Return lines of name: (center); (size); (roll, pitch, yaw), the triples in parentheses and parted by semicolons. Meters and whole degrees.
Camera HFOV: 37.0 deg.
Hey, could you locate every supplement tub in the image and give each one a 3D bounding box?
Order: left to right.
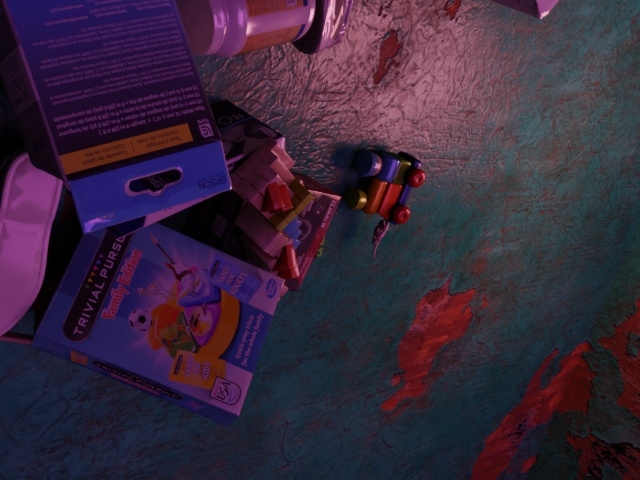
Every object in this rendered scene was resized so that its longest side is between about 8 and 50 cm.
supplement tub: (-0.124, -0.372, 1.520); (0.199, 0.144, 0.144); (-22, 132, -37)

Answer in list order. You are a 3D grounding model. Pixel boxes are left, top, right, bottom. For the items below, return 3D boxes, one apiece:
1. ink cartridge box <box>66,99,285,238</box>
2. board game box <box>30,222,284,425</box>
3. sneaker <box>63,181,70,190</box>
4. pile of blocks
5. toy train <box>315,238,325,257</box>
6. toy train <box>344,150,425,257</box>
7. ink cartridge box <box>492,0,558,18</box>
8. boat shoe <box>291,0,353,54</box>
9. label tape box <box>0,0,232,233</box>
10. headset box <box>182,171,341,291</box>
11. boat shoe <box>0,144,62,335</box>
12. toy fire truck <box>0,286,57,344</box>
ink cartridge box: (-0.235, -0.125, 1.568); (0.332, 0.165, 0.065); (-29, 138, -32)
board game box: (-0.254, 0.115, 1.545); (0.079, 0.336, 0.254); (-46, -157, 57)
sneaker: (-0.303, -0.198, 1.460); (0.105, 0.115, 0.281); (7, 98, -50)
pile of blocks: (-0.062, -0.013, 1.649); (0.149, 0.112, 0.362); (-34, 150, -23)
toy train: (0.000, 0.000, 2.047); (0.023, 0.017, 0.083); (-22, 133, -50)
toy train: (0.111, -0.075, 2.052); (0.143, 0.105, 0.248); (7, 112, -39)
ink cartridge box: (0.236, -0.560, 1.576); (0.160, 0.384, 0.279); (-49, 143, -9)
boat shoe: (0.024, -0.476, 1.639); (0.103, 0.118, 0.320); (-25, 138, -43)
label tape box: (-0.295, -0.200, 1.337); (0.249, 0.115, 0.348); (-21, 96, -36)
headset box: (-0.106, -0.024, 1.832); (0.293, 0.110, 0.218); (7, 112, -50)
boat shoe: (-0.474, 0.002, 1.449); (0.116, 0.099, 0.319); (16, 104, -31)
toy fire truck: (-0.447, 0.136, 1.554); (0.135, 0.192, 0.047); (-55, 157, -54)
